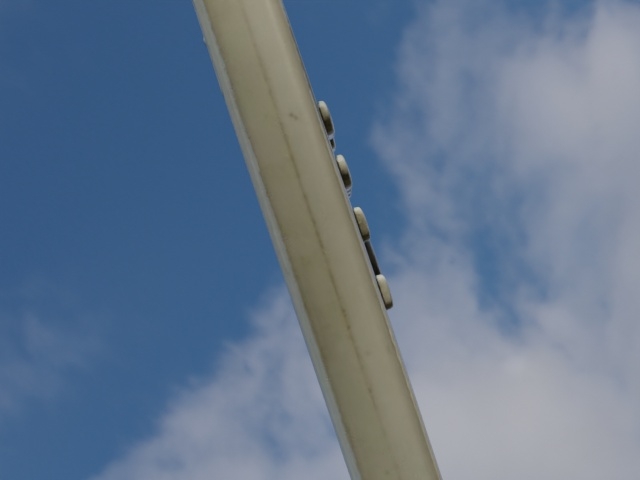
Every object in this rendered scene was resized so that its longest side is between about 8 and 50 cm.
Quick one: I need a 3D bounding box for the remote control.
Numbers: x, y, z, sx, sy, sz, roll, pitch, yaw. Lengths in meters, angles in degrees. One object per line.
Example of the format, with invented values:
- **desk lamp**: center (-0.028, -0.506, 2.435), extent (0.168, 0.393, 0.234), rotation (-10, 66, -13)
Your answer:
- **remote control**: center (0.000, 0.000, 0.346), extent (0.029, 0.087, 0.190), rotation (-19, -92, 1)
